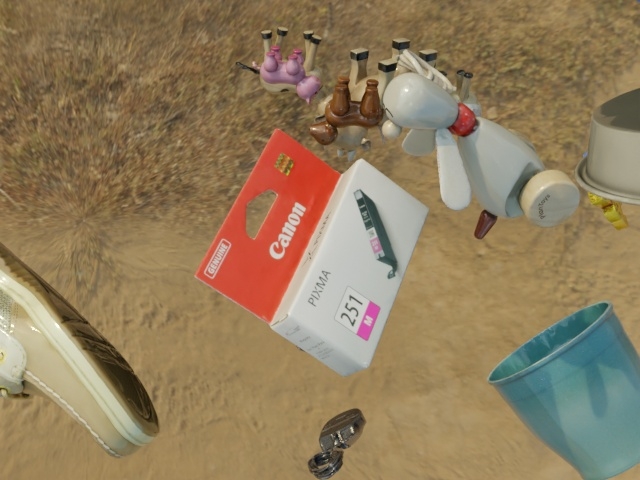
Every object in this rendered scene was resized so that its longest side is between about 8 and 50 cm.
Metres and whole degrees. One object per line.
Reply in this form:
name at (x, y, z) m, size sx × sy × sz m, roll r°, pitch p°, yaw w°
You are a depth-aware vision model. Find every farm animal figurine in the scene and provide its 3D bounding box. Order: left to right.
farm animal figurine at (0.059, -0.236, 1.516) m, size 0.326 × 0.330 × 0.172 m, roll -10°, pitch 124°, yaw -21°

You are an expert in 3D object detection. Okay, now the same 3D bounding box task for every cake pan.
cake pan at (0.354, -0.095, 0.733) m, size 0.293 × 0.293 × 0.054 m, roll -16°, pitch 107°, yaw -14°

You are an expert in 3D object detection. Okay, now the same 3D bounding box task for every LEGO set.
LEGO set at (0.457, -0.091, 1.403) m, size 0.093 × 0.087 × 0.227 m, roll 14°, pitch 56°, yaw -50°

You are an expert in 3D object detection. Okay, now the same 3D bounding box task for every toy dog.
toy dog at (0.199, -0.104, 1.275) m, size 0.333 × 0.220 × 0.161 m, roll 33°, pitch 109°, yaw -14°

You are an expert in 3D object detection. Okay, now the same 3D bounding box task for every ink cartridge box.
ink cartridge box at (0.000, 0.000, 1.180) m, size 0.238 × 0.060 × 0.275 m, roll 35°, pitch 55°, yaw -15°

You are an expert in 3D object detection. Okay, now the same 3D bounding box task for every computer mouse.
computer mouse at (0.027, 0.289, 1.251) m, size 0.071 × 0.242 × 0.041 m, roll -27°, pitch 92°, yaw 11°

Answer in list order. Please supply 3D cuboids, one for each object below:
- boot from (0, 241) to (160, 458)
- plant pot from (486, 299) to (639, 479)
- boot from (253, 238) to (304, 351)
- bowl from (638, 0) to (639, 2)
boot at (-0.211, 0.089, 0.513) m, size 0.213 × 0.077 × 0.165 m, roll 39°, pitch 80°, yaw 15°
plant pot at (0.493, 0.290, 1.666) m, size 0.271 × 0.272 × 0.255 m, roll -33°, pitch 85°, yaw -12°
boot at (-0.065, 0.083, 1.499) m, size 0.085 × 0.178 × 0.237 m, roll 17°, pitch 62°, yaw -46°
bowl at (0.535, -0.483, 1.265) m, size 0.391 × 0.391 × 0.077 m, roll 49°, pitch 63°, yaw -11°
